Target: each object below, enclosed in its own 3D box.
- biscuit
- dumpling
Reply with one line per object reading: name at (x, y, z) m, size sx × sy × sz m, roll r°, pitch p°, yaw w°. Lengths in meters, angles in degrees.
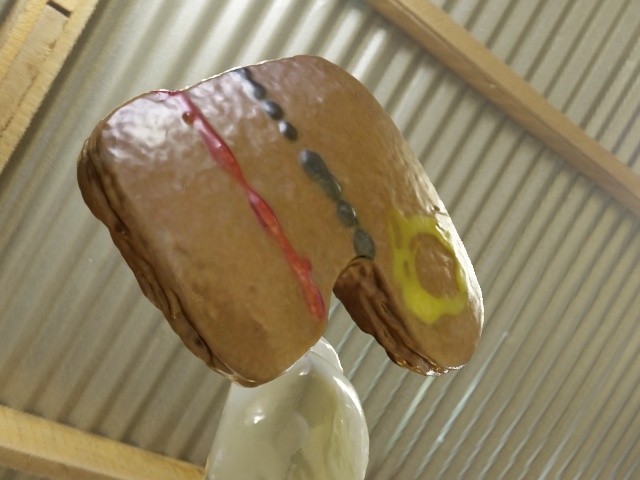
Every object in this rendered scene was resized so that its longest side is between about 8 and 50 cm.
biscuit at (0.001, -0.001, 0.522) m, size 0.277 × 0.052 × 0.262 m, roll -26°, pitch -93°, yaw -47°
dumpling at (-0.027, 0.183, 0.670) m, size 0.162 × 0.132 × 0.250 m, roll 57°, pitch -145°, yaw -45°
